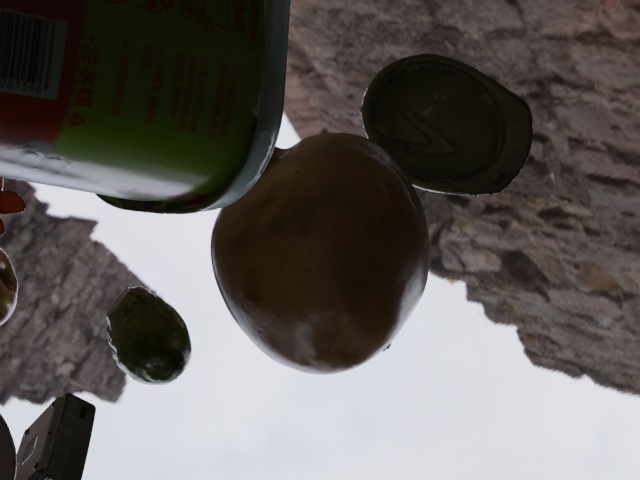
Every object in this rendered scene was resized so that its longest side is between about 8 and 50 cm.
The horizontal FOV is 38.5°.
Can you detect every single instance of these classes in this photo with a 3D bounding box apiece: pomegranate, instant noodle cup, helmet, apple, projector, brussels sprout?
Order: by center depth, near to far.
[{"bbox_3d":[-0.220,-0.160,0.699,0.294,0.308,0.293,-2,-93,41],"label":"instant noodle cup"},{"bbox_3d":[0.006,0.018,1.118,0.307,0.307,0.307,-12,-127,17],"label":"pomegranate"},{"bbox_3d":[-0.360,0.288,1.208,0.115,0.061,0.147,-45,-155,24],"label":"projector"},{"bbox_3d":[-0.259,0.148,1.378,0.155,0.155,0.117,32,-109,38],"label":"brussels sprout"},{"bbox_3d":[0.180,-0.164,1.407,0.258,0.137,0.204,24,-98,-2],"label":"helmet"},{"bbox_3d":[-0.603,0.083,1.584,0.139,0.163,0.163,-17,-129,4],"label":"apple"}]

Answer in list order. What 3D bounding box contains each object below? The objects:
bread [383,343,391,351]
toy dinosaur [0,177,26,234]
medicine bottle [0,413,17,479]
[{"bbox_3d":[0.071,0.096,1.436,0.028,0.153,0.068,-25,-163,42],"label":"bread"},{"bbox_3d":[-0.369,-0.073,0.972,0.117,0.070,0.288,5,-87,4],"label":"toy dinosaur"},{"bbox_3d":[-0.490,0.307,1.065,0.388,0.219,0.219,-41,-146,50],"label":"medicine bottle"}]
